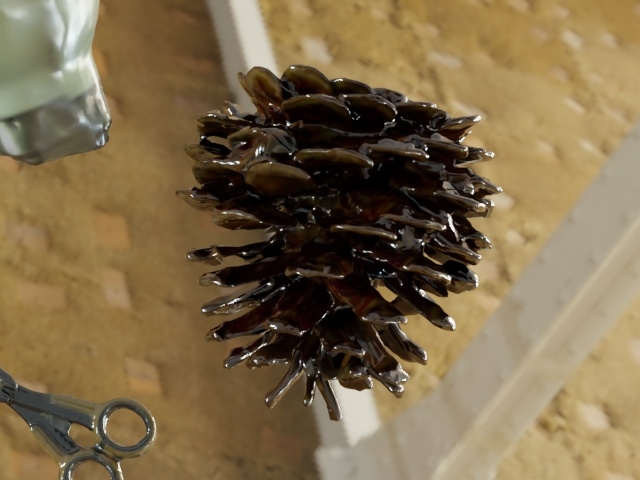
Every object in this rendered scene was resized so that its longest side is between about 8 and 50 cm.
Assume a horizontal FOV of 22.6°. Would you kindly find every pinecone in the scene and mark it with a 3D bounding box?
[{"bbox_3d":[0.005,0.005,0.794,0.163,0.163,0.165,16,-104,-26],"label":"pinecone"}]

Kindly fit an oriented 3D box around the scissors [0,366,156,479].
[{"bbox_3d":[-0.227,0.111,1.166,0.220,0.088,0.017,32,172,3],"label":"scissors"}]

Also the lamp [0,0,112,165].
[{"bbox_3d":[-0.146,-0.141,0.607,0.250,0.101,0.101,69,-155,-20],"label":"lamp"}]
